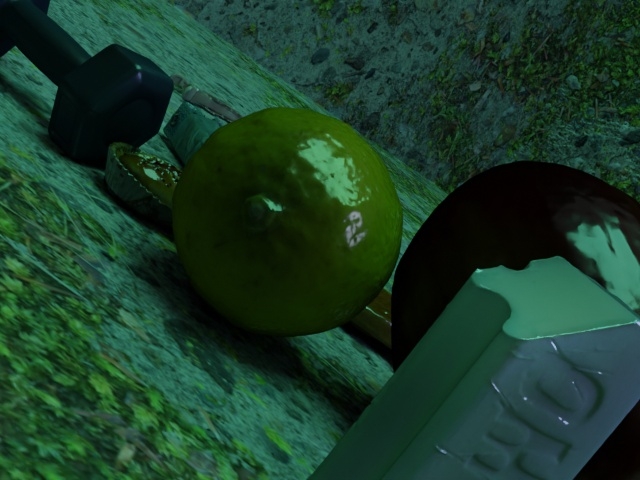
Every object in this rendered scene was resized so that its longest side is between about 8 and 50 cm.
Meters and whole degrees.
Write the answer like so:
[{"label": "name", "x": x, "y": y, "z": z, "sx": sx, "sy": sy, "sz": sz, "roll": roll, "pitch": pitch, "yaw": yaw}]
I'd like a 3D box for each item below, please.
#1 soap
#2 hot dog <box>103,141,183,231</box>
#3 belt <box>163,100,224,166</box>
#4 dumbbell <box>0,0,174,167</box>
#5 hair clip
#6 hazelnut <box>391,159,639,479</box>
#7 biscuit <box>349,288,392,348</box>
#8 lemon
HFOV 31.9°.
[{"label": "soap", "x": 0.141, "y": 0.151, "z": 0.929, "sx": 0.173, "sy": 0.289, "sz": 0.095, "roll": 32, "pitch": 10, "yaw": -36}, {"label": "hot dog", "x": -0.159, "y": -0.046, "z": 1.362, "sx": 0.253, "sy": 0.069, "sz": 0.131, "roll": 27, "pitch": 16, "yaw": -44}, {"label": "belt", "x": -0.161, "y": -0.117, "z": 1.662, "sx": 0.087, "sy": 0.072, "sz": 0.302, "roll": 27, "pitch": 17, "yaw": -32}, {"label": "dumbbell", "x": -0.332, "y": -0.235, "z": 1.380, "sx": 0.316, "sy": 0.156, "sz": 0.143, "roll": 43, "pitch": -19, "yaw": 20}, {"label": "hair clip", "x": -0.221, "y": -0.276, "z": 2.234, "sx": 0.072, "sy": 0.034, "sz": 0.226, "roll": 44, "pitch": 11, "yaw": 31}, {"label": "hazelnut", "x": 0.252, "y": 0.133, "z": 1.201, "sx": 0.353, "sy": 0.421, "sz": 0.421, "roll": 0, "pitch": 11, "yaw": 2}, {"label": "biscuit", "x": 0.091, "y": 0.112, "z": 1.577, "sx": 0.334, "sy": 0.047, "sz": 0.202, "roll": 35, "pitch": 9, "yaw": 1}, {"label": "lemon", "x": -0.032, "y": -0.019, "z": 1.198, "sx": 0.245, "sy": 0.245, "sz": 0.320, "roll": 40, "pitch": 4, "yaw": 8}]
